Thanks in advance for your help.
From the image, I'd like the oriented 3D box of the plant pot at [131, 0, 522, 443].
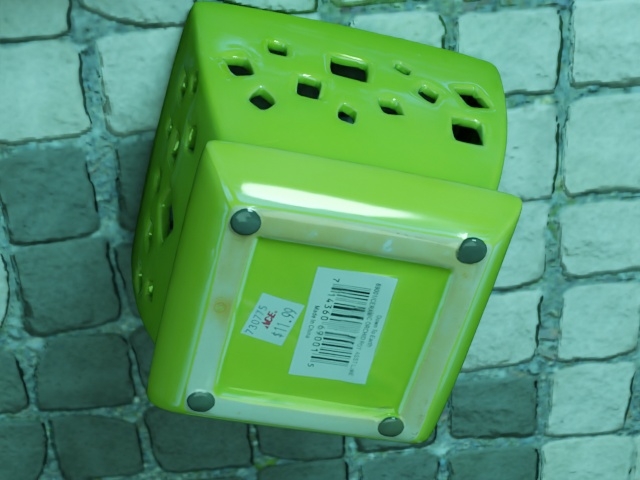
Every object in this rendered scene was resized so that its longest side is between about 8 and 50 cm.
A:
[{"bbox_3d":[0.000,0.000,0.836,0.227,0.207,0.228,10,121,-12],"label":"plant pot"}]
